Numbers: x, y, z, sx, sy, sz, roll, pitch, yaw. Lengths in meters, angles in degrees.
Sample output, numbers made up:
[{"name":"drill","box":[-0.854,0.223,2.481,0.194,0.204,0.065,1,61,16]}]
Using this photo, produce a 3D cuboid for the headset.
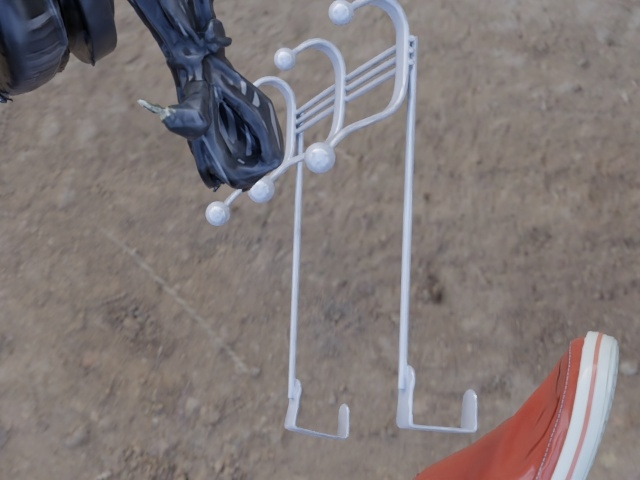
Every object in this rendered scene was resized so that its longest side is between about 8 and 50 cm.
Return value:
[{"name":"headset","box":[-0.192,-0.092,0.612,0.394,0.243,0.185,-5,119,42]}]

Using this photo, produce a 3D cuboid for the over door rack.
[{"name":"over door rack","box":[0.000,0.000,0.914,0.108,0.239,0.324,-6,84,-24]}]

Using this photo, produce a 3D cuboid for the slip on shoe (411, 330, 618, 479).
[{"name":"slip on shoe","box":[0.116,0.199,0.870,0.101,0.123,0.331,32,114,5]}]
